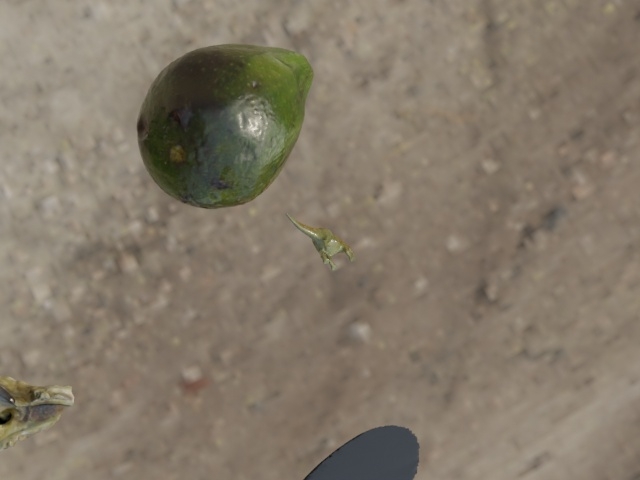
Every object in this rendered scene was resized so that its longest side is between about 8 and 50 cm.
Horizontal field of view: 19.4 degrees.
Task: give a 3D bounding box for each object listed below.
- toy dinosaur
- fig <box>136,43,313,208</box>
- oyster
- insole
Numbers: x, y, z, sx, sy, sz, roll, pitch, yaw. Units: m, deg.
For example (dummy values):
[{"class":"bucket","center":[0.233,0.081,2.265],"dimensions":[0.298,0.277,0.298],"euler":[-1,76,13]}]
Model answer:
[{"class":"toy dinosaur","center":[0.002,0.003,1.938],"dimensions":[0.026,0.041,0.113],"euler":[-39,142,24]},{"class":"fig","center":[-0.065,-0.099,1.452],"dimensions":[0.156,0.123,0.123],"euler":[-34,164,-48]},{"class":"oyster","center":[-0.452,0.158,2.115],"dimensions":[0.275,0.100,0.271],"euler":[-24,130,17]},{"class":"insole","center":[-0.005,0.258,1.548],"dimensions":[0.109,0.007,0.322],"euler":[4,133,-27]}]
